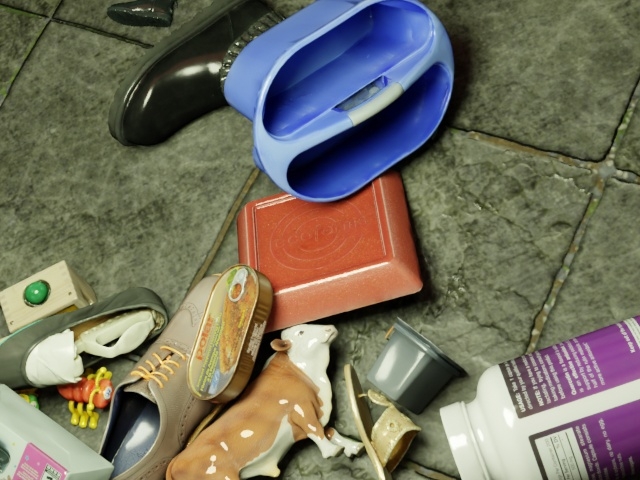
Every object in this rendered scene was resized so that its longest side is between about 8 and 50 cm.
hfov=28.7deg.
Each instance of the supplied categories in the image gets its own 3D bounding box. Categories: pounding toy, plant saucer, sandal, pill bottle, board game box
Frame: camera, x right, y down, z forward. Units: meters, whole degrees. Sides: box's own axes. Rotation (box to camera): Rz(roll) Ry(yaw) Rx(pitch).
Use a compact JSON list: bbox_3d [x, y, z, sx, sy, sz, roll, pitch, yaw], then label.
[{"bbox_3d":[-0.400,0.112,1.821,0.130,0.141,0.100,-27,60,1],"label":"pounding toy"},{"bbox_3d":[0.000,0.000,1.774,0.258,0.048,0.259,-15,41,8],"label":"plant saucer"},{"bbox_3d":[0.098,0.269,1.635,0.079,0.088,0.240,-16,69,11],"label":"sandal"},{"bbox_3d":[0.319,0.214,1.545,0.322,0.181,0.182,-20,60,6],"label":"pill bottle"},{"bbox_3d":[-0.432,0.375,1.651,0.224,0.097,0.303,29,104,27],"label":"board game box"}]

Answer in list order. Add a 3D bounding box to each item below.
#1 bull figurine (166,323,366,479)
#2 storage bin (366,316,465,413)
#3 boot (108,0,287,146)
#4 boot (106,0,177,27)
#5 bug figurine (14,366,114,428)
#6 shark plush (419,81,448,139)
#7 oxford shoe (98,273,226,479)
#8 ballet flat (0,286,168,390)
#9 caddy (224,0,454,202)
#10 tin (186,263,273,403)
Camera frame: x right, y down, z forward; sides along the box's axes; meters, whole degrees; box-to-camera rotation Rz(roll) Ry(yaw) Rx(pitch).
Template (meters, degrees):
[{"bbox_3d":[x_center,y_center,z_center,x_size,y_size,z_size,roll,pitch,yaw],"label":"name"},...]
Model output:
[{"bbox_3d":[-0.060,0.255,1.676,0.310,0.101,0.188,-44,63,-9],"label":"bull figurine"},{"bbox_3d":[0.116,0.168,1.659,0.098,0.135,0.091,37,88,28],"label":"storage bin"},{"bbox_3d":[-0.134,-0.227,1.924,0.348,0.131,0.260,-45,61,-10],"label":"boot"},{"bbox_3d":[-0.292,-0.412,2.113,0.121,0.045,0.099,7,68,11],"label":"boot"},{"bbox_3d":[-0.398,0.297,1.766,0.216,0.072,0.279,3,65,17],"label":"bug figurine"},{"bbox_3d":[0.162,-0.227,1.905,0.067,0.073,0.161,-22,80,26],"label":"shark plush"},{"bbox_3d":[-0.201,0.196,1.726,0.130,0.133,0.364,13,68,22],"label":"oxford shoe"},{"bbox_3d":[-0.337,0.143,1.760,0.280,0.095,0.096,-27,34,-26],"label":"ballet flat"},{"bbox_3d":[0.034,-0.207,1.767,0.341,0.241,0.179,-35,33,-19],"label":"caddy"},{"bbox_3d":[-0.121,0.125,1.677,0.106,0.040,0.190,7,76,45],"label":"tin"}]
